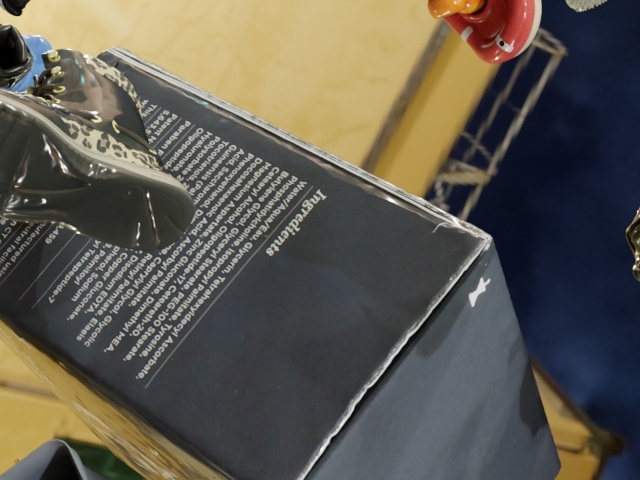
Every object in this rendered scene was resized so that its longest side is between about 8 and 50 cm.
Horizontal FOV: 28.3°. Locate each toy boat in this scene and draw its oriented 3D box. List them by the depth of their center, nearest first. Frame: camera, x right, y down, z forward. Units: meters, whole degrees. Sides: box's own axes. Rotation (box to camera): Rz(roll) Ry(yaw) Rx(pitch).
[{"bbox_3d":[0.222,-0.369,1.938,0.231,0.151,0.151,49,-43,16],"label":"toy boat"}]

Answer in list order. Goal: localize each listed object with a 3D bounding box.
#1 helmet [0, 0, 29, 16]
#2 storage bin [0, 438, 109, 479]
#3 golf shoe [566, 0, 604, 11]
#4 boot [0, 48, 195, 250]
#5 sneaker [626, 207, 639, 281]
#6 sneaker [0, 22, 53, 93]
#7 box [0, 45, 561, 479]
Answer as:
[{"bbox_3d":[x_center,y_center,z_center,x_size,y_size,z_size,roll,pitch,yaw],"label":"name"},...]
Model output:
[{"bbox_3d":[-0.203,-0.254,0.866,0.169,0.169,0.161,-34,-96,46],"label":"helmet"},{"bbox_3d":[-0.230,0.235,1.055,0.135,0.091,0.098,-37,-122,5],"label":"storage bin"},{"bbox_3d":[0.358,-0.370,1.605,0.176,0.069,0.086,-50,-128,1],"label":"golf shoe"},{"bbox_3d":[-0.218,-0.092,0.978,0.085,0.236,0.178,-52,-142,20],"label":"boot"},{"bbox_3d":[0.268,0.035,0.775,0.087,0.130,0.227,-54,-139,17],"label":"sneaker"},{"bbox_3d":[-0.292,-0.175,1.217,0.084,0.058,0.152,-42,-179,39],"label":"sneaker"},{"bbox_3d":[-0.055,0.126,1.269,0.472,0.480,0.297,27,-111,32],"label":"box"}]
